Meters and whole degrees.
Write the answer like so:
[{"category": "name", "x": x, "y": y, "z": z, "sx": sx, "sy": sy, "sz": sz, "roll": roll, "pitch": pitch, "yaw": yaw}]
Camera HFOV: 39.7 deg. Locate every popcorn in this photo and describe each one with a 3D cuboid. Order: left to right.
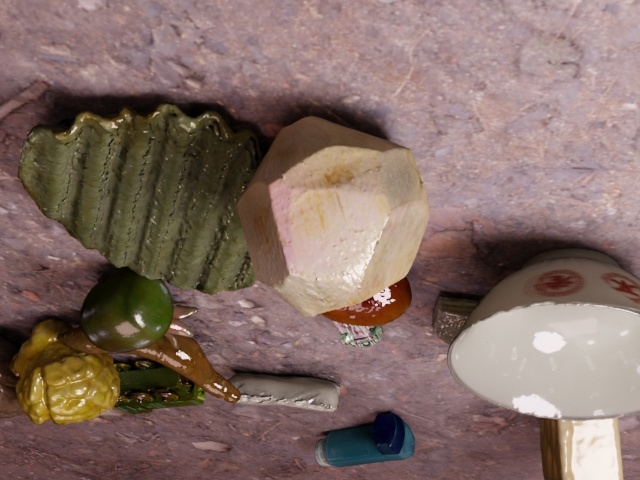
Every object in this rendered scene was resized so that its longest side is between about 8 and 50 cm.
[{"category": "popcorn", "x": -0.472, "y": 0.243, "z": 1.655, "sx": 0.200, "sy": 0.203, "sz": 0.226, "roll": -22, "pitch": 177, "yaw": 26}]

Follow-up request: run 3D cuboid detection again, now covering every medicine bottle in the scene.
[{"category": "medicine bottle", "x": 0.091, "y": 0.436, "z": 1.905, "sx": 0.258, "sy": 0.079, "sz": 0.124, "roll": -20, "pitch": 142, "yaw": 39}]

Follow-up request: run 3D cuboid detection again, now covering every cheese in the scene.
[{"category": "cheese", "x": 0.453, "y": 0.361, "z": 1.545, "sx": 0.104, "sy": 0.384, "sz": 0.384, "roll": -3, "pitch": 147, "yaw": 8}]

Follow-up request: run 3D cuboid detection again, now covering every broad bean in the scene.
[{"category": "broad bean", "x": 0.055, "y": 0.071, "z": 1.318, "sx": 0.165, "sy": 0.084, "sz": 0.114, "roll": 5, "pitch": 126, "yaw": 0}]

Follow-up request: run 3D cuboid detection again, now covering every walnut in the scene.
[{"category": "walnut", "x": -0.640, "y": 0.274, "z": 1.749, "sx": 0.178, "sy": 0.178, "sz": 0.230, "roll": -1, "pitch": 159, "yaw": 15}]

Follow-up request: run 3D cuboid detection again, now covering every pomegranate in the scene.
[{"category": "pomegranate", "x": -0.292, "y": 0.119, "z": 1.455, "sx": 0.152, "sy": 0.131, "sz": 0.191, "roll": -20, "pitch": 157, "yaw": 38}]

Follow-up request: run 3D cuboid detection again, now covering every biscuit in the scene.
[{"category": "biscuit", "x": 0.300, "y": 0.147, "z": 1.417, "sx": 0.249, "sy": 0.046, "sz": 0.147, "roll": 8, "pitch": 149, "yaw": 1}]

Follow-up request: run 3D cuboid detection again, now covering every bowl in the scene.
[{"category": "bowl", "x": 0.349, "y": 0.114, "z": 1.242, "sx": 0.337, "sy": 0.158, "sz": 0.337, "roll": 6, "pitch": 145, "yaw": 4}]

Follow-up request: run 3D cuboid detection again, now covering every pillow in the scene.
[{"category": "pillow", "x": -0.074, "y": 0.287, "z": 1.691, "sx": 0.229, "sy": 0.051, "sz": 0.128, "roll": 4, "pitch": -169, "yaw": 9}]

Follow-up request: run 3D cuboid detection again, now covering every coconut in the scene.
[{"category": "coconut", "x": 0.014, "y": -0.036, "z": 1.061, "sx": 0.236, "sy": 0.237, "sz": 0.197, "roll": 6, "pitch": -176, "yaw": 4}]

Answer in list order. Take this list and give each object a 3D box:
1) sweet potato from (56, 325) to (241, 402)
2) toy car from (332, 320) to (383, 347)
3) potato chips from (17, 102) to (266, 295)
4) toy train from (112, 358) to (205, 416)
[{"category": "sweet potato", "x": -0.290, "y": 0.194, "z": 1.586, "sx": 0.346, "sy": 0.079, "sz": 0.108, "roll": 23, "pitch": 127, "yaw": -8}, {"category": "toy car", "x": 0.049, "y": 0.112, "z": 1.413, "sx": 0.069, "sy": 0.055, "sz": 0.142, "roll": -14, "pitch": 120, "yaw": 29}, {"category": "potato chips", "x": -0.226, "y": -0.045, "z": 1.217, "sx": 0.358, "sy": 0.070, "sz": 0.429, "roll": 12, "pitch": 149, "yaw": -9}, {"category": "toy train", "x": -0.330, "y": 0.295, "z": 1.777, "sx": 0.225, "sy": 0.090, "sz": 0.137, "roll": -9, "pitch": 152, "yaw": 26}]
